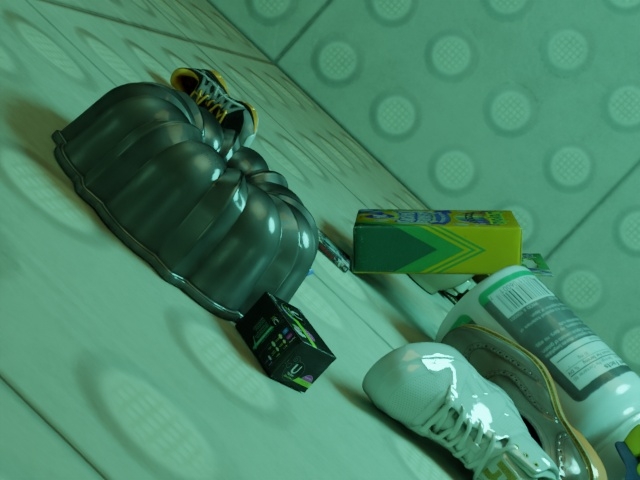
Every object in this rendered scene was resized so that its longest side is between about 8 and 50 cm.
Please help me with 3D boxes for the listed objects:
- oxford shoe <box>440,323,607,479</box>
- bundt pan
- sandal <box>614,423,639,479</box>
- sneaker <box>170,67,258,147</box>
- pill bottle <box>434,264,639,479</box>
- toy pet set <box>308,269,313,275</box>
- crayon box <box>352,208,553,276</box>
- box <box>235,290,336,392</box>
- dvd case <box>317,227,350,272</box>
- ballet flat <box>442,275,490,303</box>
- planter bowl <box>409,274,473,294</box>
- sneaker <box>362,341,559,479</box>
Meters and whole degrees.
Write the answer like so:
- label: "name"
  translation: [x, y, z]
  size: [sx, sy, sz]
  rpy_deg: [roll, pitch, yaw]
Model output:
- label: "oxford shoe"
  translation: [0.250, 0.225, 1.707]
  size: [0.132, 0.130, 0.364]
  rpy_deg: [25, 18, -39]
- label: "bundt pan"
  translation: [-0.129, -0.054, 1.382]
  size: [0.331, 0.124, 0.331]
  rpy_deg: [42, 9, -8]
- label: "sandal"
  translation: [0.436, 0.411, 1.651]
  size: [0.126, 0.138, 0.317]
  rpy_deg: [50, 19, -61]
- label: "sneaker"
  translation: [-0.177, -0.215, 2.048]
  size: [0.083, 0.084, 0.215]
  rpy_deg: [13, 25, -45]
- label: "pill bottle"
  translation: [0.357, 0.226, 1.886]
  size: [0.361, 0.204, 0.204]
  rpy_deg: [48, 11, 28]
- label: "toy pet set"
  translation: [-0.061, 0.024, 1.575]
  size: [0.114, 0.065, 0.122]
  rpy_deg: [4, -24, 42]
- label: "crayon box"
  translation: [0.218, 0.000, 2.090]
  size: [0.322, 0.083, 0.203]
  rpy_deg: [1, 9, 3]
- label: "box"
  translation: [-0.036, 0.104, 1.279]
  size: [0.062, 0.052, 0.083]
  rpy_deg: [31, 14, -48]
- label: "dvd case"
  translation: [0.000, 0.000, 1.992]
  size: [0.119, 0.013, 0.087]
  rpy_deg: [41, 10, -7]
- label: "ballet flat"
  translation: [0.318, 0.104, 2.556]
  size: [0.348, 0.123, 0.123]
  rpy_deg: [44, 9, -4]
- label: "planter bowl"
  translation: [0.225, 0.037, 2.453]
  size: [0.162, 0.109, 0.162]
  rpy_deg: [41, 10, -9]
- label: "sneaker"
  translation: [0.181, 0.227, 1.466]
  size: [0.292, 0.108, 0.169]
  rpy_deg: [26, 22, -46]
